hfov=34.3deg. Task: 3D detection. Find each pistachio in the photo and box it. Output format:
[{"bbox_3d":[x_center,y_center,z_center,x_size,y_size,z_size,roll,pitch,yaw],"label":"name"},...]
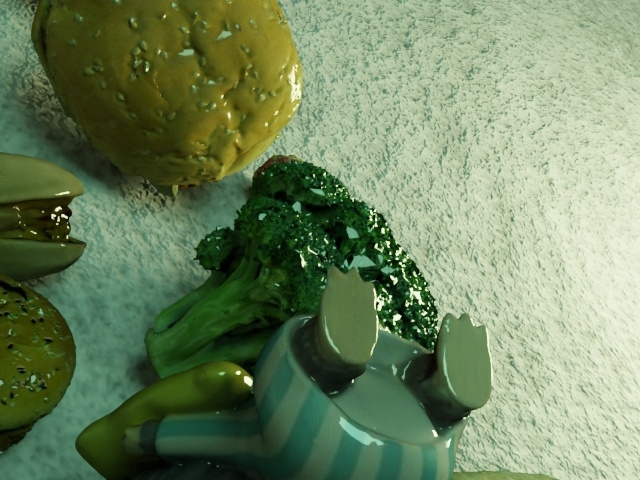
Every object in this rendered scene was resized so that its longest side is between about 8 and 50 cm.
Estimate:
[{"bbox_3d":[-0.315,-0.022,0.966,0.206,0.131,0.130,0,99,-45],"label":"pistachio"}]

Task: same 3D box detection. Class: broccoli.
[{"bbox_3d":[-0.024,0.079,1.023,0.308,0.275,0.308,-16,90,-84],"label":"broccoli"}]

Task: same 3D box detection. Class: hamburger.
[{"bbox_3d":[-0.157,-0.197,1.122,0.259,0.144,0.283,-46,122,-13],"label":"hamburger"},{"bbox_3d":[-0.304,0.096,0.862,0.185,0.113,0.177,37,41,-7],"label":"hamburger"}]

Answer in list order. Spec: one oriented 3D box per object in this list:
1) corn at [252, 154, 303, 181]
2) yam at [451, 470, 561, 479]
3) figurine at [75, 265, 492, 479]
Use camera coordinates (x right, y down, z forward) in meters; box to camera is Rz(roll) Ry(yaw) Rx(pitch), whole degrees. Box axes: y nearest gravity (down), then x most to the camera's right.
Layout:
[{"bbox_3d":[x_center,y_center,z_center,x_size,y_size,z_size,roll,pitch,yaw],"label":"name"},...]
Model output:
[{"bbox_3d":[0.000,0.000,1.228,0.079,0.079,0.237,-14,66,-45],"label":"corn"},{"bbox_3d":[0.159,0.299,1.048,0.330,0.133,0.133,6,51,-40],"label":"yam"},{"bbox_3d":[-0.028,0.276,0.727,0.266,0.361,0.378,19,46,-25],"label":"figurine"}]
